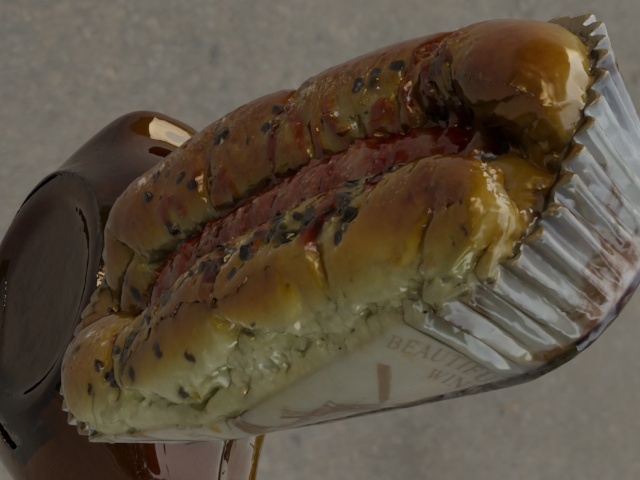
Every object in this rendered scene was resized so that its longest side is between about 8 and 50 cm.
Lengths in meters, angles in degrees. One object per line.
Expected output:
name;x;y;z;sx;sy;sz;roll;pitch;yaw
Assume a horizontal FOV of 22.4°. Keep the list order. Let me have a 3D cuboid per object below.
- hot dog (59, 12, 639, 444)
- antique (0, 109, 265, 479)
hot dog;0.000;0.000;0.547;0.075;0.268;0.144;35;54;-26
antique;-0.111;0.052;0.935;0.129;0.223;0.278;25;48;-32
